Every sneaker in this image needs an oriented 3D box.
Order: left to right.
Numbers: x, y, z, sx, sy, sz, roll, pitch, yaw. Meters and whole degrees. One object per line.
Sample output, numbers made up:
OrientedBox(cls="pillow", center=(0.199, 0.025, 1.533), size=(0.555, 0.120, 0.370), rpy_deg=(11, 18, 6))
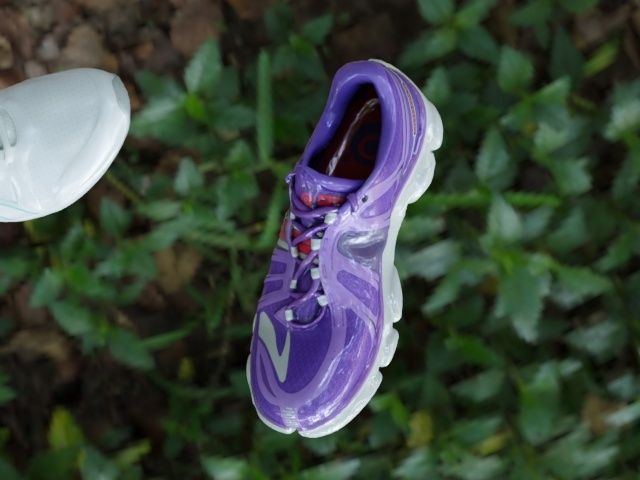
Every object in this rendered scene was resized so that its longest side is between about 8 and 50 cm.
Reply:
OrientedBox(cls="sneaker", center=(-0.149, -0.031, 0.742), size=(0.152, 0.053, 0.061), rpy_deg=(-22, 162, 10))
OrientedBox(cls="sneaker", center=(0.000, 0.000, 0.802), size=(0.068, 0.169, 0.071), rpy_deg=(9, 169, 23))
